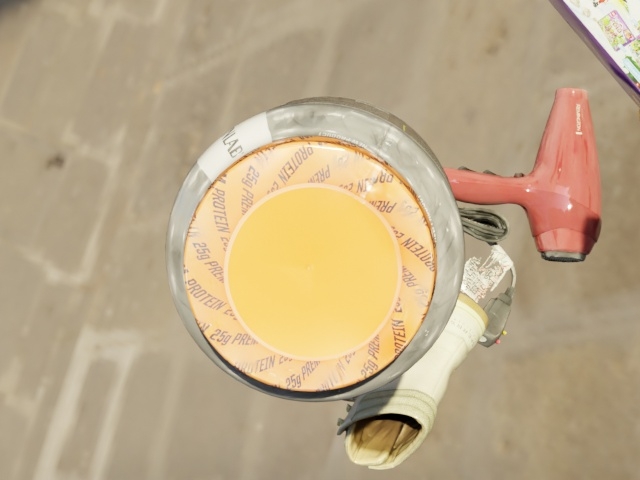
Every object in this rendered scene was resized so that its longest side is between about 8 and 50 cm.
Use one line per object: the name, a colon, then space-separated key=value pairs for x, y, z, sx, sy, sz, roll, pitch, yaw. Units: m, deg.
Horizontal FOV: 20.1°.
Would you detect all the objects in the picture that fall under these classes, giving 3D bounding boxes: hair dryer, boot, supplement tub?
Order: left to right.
supplement tub: x=0.000 y=0.000 z=1.225 sx=0.316 sy=0.193 sz=0.193 roll=-63 pitch=-3 yaw=-84
boot: x=0.054 y=0.146 z=1.708 sx=0.213 sy=0.077 sz=0.165 roll=-29 pitch=24 yaw=46
hair dryer: x=0.205 y=-0.053 z=1.944 sx=0.293 sy=0.223 sz=0.080 roll=-47 pitch=13 yaw=-18

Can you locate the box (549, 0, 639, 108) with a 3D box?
box: x=0.349 y=-0.293 z=1.935 sx=0.201 sy=0.057 sz=0.293 roll=-33 pitch=58 yaw=-1

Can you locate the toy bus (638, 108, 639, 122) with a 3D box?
toy bus: x=0.419 y=-0.111 z=1.968 sx=0.149 sy=0.220 sz=0.211 roll=-34 pitch=52 yaw=8
